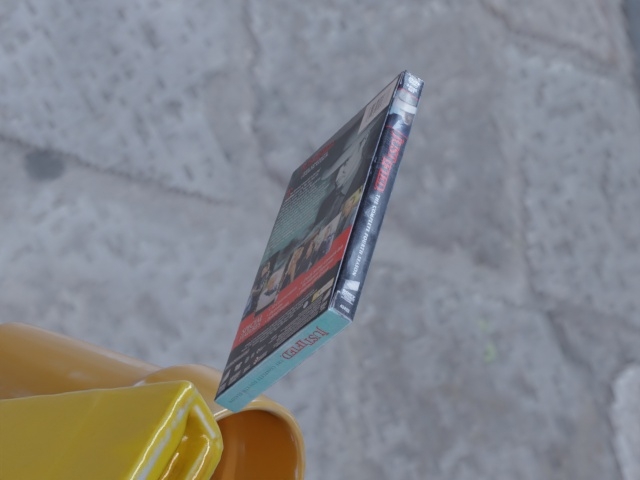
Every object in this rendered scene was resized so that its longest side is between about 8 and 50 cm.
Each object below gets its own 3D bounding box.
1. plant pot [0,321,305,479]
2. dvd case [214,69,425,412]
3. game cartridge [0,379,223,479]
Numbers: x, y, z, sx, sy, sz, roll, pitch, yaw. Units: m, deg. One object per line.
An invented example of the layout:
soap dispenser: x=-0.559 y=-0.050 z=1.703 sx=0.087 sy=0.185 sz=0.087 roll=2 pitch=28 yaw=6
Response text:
plant pot: x=-0.144 y=0.145 z=1.191 sx=0.205 sy=0.188 sz=0.205 roll=-37 pitch=143 yaw=-35
dvd case: x=0.000 y=0.000 z=0.743 sx=0.013 sy=0.087 sz=0.119 roll=30 pitch=50 yaw=-17
game cartridge: x=-0.236 y=0.187 z=0.942 sx=0.053 sy=0.323 sz=0.285 roll=62 pitch=36 yaw=-26
